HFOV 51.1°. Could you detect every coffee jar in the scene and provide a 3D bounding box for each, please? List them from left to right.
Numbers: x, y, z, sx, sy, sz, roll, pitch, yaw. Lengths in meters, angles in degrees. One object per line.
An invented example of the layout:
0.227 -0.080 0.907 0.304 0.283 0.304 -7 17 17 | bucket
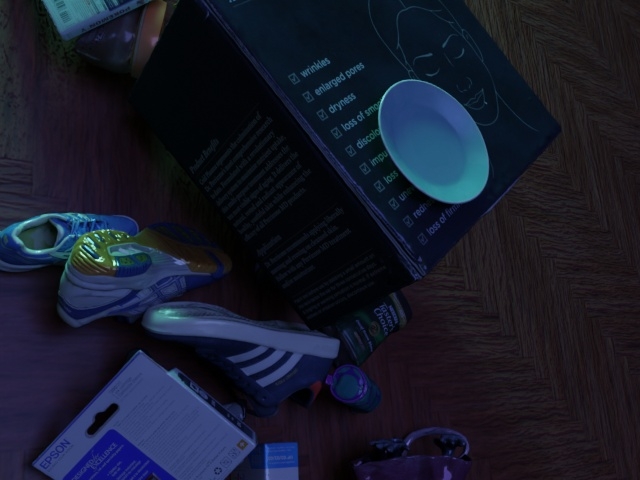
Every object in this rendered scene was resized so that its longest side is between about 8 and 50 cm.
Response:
0.088 0.151 1.226 0.184 0.079 0.096 -33 96 -40 | coffee jar

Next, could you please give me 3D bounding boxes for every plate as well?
0.150 -0.131 0.905 0.188 0.024 0.188 14 62 -27 | plate

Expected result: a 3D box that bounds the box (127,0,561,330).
0.053 -0.201 1.073 0.480 0.297 0.471 -39 94 -39 | box

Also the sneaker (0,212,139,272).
-0.349 0.001 0.940 0.211 0.081 0.080 -14 82 -41 | sneaker

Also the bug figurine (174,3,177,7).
-0.134 -0.443 1.157 0.216 0.279 0.072 -45 118 -18 | bug figurine

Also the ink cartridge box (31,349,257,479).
-0.229 0.277 0.891 0.208 0.045 0.206 44 89 -15 | ink cartridge box

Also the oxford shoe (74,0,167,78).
-0.310 -0.427 1.088 0.133 0.130 0.363 9 58 -15 | oxford shoe

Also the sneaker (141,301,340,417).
-0.118 0.189 1.011 0.350 0.131 0.148 19 89 -39 | sneaker

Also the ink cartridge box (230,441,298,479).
-0.084 0.396 0.996 0.062 0.104 0.181 9 69 -35 | ink cartridge box

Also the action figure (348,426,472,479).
0.137 0.514 1.121 0.276 0.248 0.369 23 68 -79 | action figure

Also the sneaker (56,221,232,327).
-0.259 0.054 0.990 0.112 0.130 0.297 42 22 26 | sneaker

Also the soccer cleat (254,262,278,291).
0.000 0.000 1.210 0.318 0.108 0.116 -19 62 -34 | soccer cleat

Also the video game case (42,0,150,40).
-0.346 -0.419 1.011 0.184 0.023 0.201 -29 75 -7 | video game case

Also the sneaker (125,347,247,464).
-0.177 0.235 0.959 0.132 0.086 0.228 -24 101 -2 | sneaker

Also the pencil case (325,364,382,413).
0.059 0.254 1.136 0.151 0.070 0.064 58 51 -65 | pencil case
